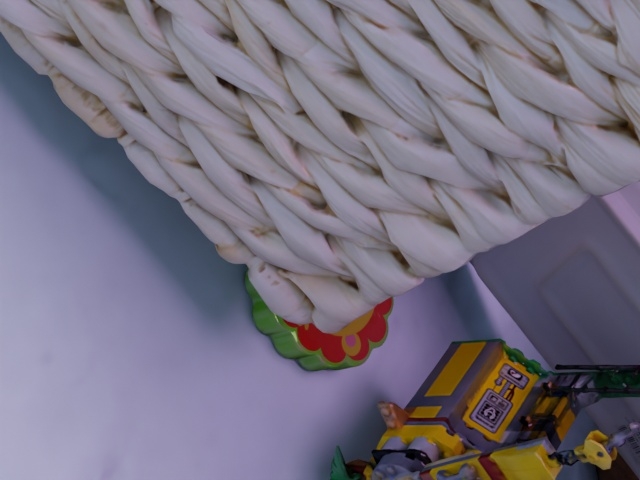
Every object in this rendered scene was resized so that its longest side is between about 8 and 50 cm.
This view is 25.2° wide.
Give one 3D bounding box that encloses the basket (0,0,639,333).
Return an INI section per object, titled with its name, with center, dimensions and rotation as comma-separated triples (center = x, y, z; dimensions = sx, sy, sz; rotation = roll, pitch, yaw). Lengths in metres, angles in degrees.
[basket]
center = 0.034, -0.206, 0.506
dimensions = 0.328, 0.266, 0.331
rotation = 45, 46, -14

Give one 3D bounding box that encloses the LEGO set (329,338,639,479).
[LEGO set]
center = 0.141, 0.169, 0.488
dimensions = 0.192, 0.331, 0.255
rotation = -47, 130, -45

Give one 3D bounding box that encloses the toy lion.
[toy lion]
center = 0.000, 0.000, 0.595
dimensions = 0.096, 0.034, 0.100
rotation = -44, 108, -39

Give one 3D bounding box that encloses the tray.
[tray]
center = 0.158, 0.067, 0.602
dimensions = 0.030, 0.145, 0.270
rotation = -32, 79, -33

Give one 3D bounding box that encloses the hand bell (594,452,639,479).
[hand bell]
center = 0.199, 0.202, 0.694
dimensions = 0.126, 0.126, 0.242
rotation = -21, 78, -50
